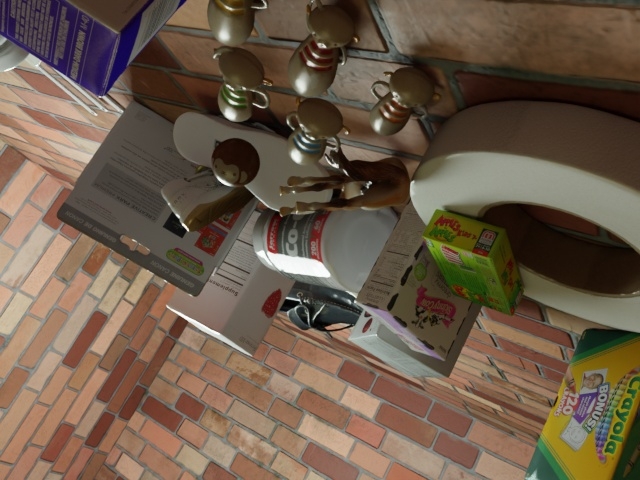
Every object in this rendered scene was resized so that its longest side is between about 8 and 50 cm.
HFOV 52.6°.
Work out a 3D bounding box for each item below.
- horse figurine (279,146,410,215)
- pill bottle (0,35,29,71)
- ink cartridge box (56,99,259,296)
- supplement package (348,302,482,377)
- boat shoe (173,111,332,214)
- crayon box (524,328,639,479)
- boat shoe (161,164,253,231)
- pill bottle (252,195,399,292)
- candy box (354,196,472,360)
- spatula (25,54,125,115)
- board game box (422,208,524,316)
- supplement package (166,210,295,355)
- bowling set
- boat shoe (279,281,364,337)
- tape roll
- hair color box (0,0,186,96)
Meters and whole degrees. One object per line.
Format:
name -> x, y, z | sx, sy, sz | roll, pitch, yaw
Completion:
horse figurine -> 0.042, -0.066, 0.791 | 0.174, 0.066, 0.263 | -9, 180, -9
pill bottle -> -0.579, -0.383, 1.053 | 0.121, 0.121, 0.221 | 22, 163, 25
ink cartridge box -> -0.305, -0.070, 1.275 | 0.309, 0.272, 0.130 | 31, 165, -5
supplement package -> 0.178, 0.132, 1.191 | 0.149, 0.194, 0.203 | 31, 164, -4
boat shoe -> -0.094, -0.131, 1.029 | 0.301, 0.108, 0.102 | 23, -156, 27
crayon box -> 0.450, 0.281, 1.012 | 0.081, 0.279, 0.165 | 33, 164, -16
boat shoe -> -0.173, -0.100, 1.119 | 0.096, 0.098, 0.277 | 45, -156, 4
pill bottle -> 0.000, 0.000, 1.153 | 0.161, 0.161, 0.283 | 38, 162, -29
candy box -> 0.161, 0.052, 0.958 | 0.070, 0.196, 0.165 | 12, 158, 48
spatula -> -0.513, -0.333, 1.302 | 0.168, 0.019, 0.242 | 7, 154, 44
board game box -> 0.203, 0.032, 0.841 | 0.092, 0.043, 0.181 | 20, 162, 33
supplement package -> -0.187, 0.091, 1.539 | 0.175, 0.293, 0.177 | 21, 164, 29
bowling set -> -0.032, -0.149, 0.686 | 0.287, 0.200, 0.154 | 27, 164, -5
boat shoe -> -0.004, 0.176, 1.752 | 0.500, 0.156, 0.187 | 17, 159, 35
tape roll -> 0.293, -0.012, 0.750 | 0.392, 0.072, 0.392 | 27, 164, 8
hair color box -> -0.300, -0.311, 0.613 | 0.338, 0.185, 0.110 | 33, 144, -11
